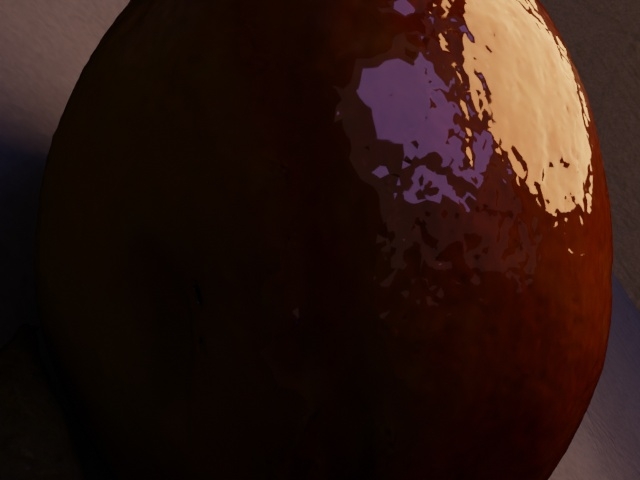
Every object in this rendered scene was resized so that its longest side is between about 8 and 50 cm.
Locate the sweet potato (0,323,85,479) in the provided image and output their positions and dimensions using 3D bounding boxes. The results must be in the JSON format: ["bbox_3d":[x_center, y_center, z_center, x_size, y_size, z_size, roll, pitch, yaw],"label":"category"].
[{"bbox_3d":[-0.116,0.148,0.325,0.075,0.075,0.269,23,45,-52],"label":"sweet potato"}]

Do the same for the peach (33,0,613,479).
[{"bbox_3d":[0.002,0.001,0.481,0.290,0.372,0.372,13,36,-11],"label":"peach"}]
